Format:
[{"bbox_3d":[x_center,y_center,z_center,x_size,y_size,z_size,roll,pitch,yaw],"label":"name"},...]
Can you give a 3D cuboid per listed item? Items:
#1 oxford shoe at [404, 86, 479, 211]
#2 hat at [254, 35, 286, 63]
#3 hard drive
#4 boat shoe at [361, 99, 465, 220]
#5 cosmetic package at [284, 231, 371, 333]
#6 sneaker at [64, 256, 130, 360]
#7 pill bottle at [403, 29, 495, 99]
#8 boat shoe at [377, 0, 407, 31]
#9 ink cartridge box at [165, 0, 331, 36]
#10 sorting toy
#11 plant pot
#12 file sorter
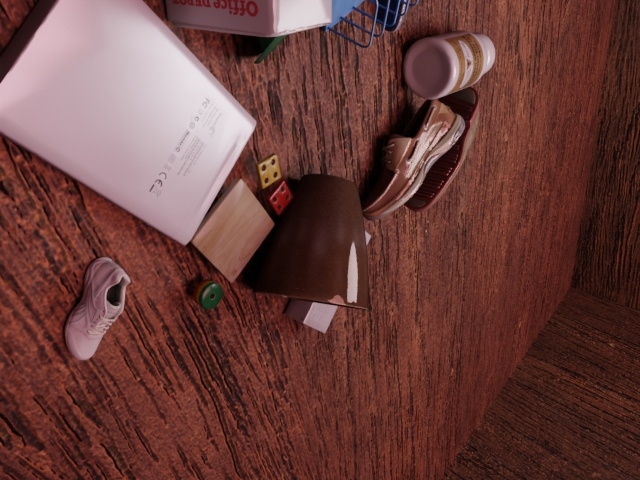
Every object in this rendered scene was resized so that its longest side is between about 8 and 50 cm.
[{"bbox_3d":[0.317,-0.209,1.460,0.348,0.123,0.130,-60,149,-10],"label":"oxford shoe"},{"bbox_3d":[-0.090,-0.405,0.878,0.183,0.173,0.208,44,73,-15],"label":"hat"},{"bbox_3d":[-0.247,-0.167,0.789,0.233,0.047,0.353,-62,145,-10],"label":"hard drive"},{"bbox_3d":[0.185,-0.187,1.318,0.116,0.123,0.324,42,79,-18],"label":"boat shoe"},{"bbox_3d":[0.017,0.071,1.249,0.099,0.060,0.239,38,76,-56],"label":"cosmetic package"},{"bbox_3d":[-0.315,0.103,0.824,0.053,0.061,0.152,10,100,-56],"label":"sneaker"},{"bbox_3d":[0.301,-0.406,1.324,0.229,0.131,0.131,-29,129,-43],"label":"pill bottle"},{"bbox_3d":[0.155,-0.503,1.137,0.066,0.066,0.183,-25,126,-46],"label":"boat shoe"},{"bbox_3d":[-0.100,-0.415,0.718,0.121,0.211,0.289,-30,130,-42],"label":"ink cartridge box"},{"bbox_3d":[-0.151,-0.027,0.987,0.274,0.046,0.132,-56,143,-18],"label":"sorting toy"},{"bbox_3d":[0.000,0.000,1.091,0.215,0.215,0.230,19,78,-55],"label":"plant pot"},{"bbox_3d":[0.095,-0.439,1.026,0.170,0.104,0.118,-47,162,-27],"label":"file sorter"}]
